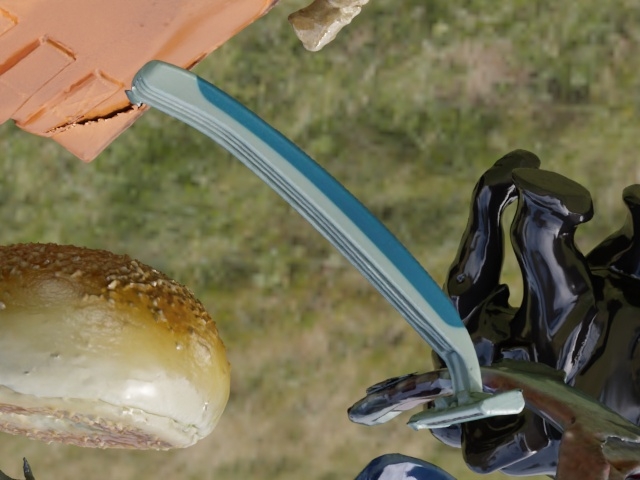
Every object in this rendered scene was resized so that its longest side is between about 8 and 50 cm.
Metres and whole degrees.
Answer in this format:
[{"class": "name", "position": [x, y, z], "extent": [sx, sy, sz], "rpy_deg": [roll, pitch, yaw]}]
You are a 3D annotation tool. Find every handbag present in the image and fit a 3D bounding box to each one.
[{"class": "handbag", "position": [-0.227, -0.232, 1.608], "extent": [0.303, 0.116, 0.410], "rpy_deg": [-37, 161, 9]}]

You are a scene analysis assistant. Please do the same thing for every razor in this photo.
[{"class": "razor", "position": [0.003, -0.002, 0.677], "extent": [0.191, 0.037, 0.068], "rpy_deg": [47, 156, -7]}]

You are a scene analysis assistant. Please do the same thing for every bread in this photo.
[{"class": "bread", "position": [-0.226, 0.090, 1.506], "extent": [0.306, 0.158, 0.305], "rpy_deg": [6, 168, 1]}]

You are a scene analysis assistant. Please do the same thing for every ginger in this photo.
[{"class": "ginger", "position": [0.029, -0.311, 1.595], "extent": [0.075, 0.089, 0.288], "rpy_deg": [-15, 130, -45]}]

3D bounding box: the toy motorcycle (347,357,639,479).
[{"class": "toy motorcycle", "position": [0.112, 0.203, 1.093], "extent": [0.182, 0.241, 0.319], "rpy_deg": [40, 146, -28]}]

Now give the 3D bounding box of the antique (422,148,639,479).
[{"class": "antique", "position": [0.233, 0.093, 1.395], "extent": [0.322, 0.255, 0.185], "rpy_deg": [30, -155, 24]}]

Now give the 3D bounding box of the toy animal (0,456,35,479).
[{"class": "toy animal", "position": [-0.425, 0.365, 2.073], "extent": [0.146, 0.245, 0.114], "rpy_deg": [45, -179, -14]}]
